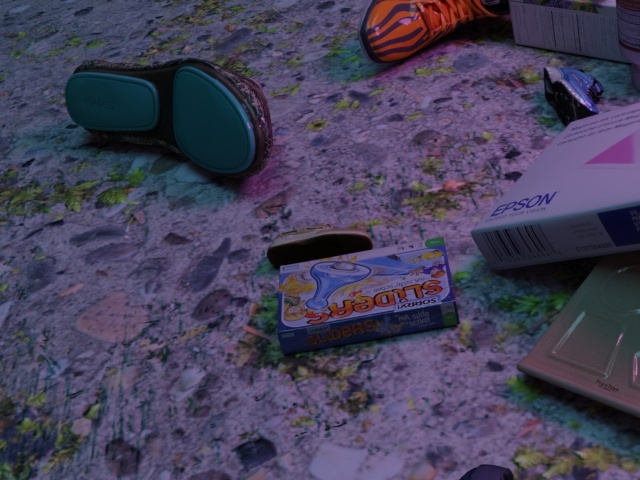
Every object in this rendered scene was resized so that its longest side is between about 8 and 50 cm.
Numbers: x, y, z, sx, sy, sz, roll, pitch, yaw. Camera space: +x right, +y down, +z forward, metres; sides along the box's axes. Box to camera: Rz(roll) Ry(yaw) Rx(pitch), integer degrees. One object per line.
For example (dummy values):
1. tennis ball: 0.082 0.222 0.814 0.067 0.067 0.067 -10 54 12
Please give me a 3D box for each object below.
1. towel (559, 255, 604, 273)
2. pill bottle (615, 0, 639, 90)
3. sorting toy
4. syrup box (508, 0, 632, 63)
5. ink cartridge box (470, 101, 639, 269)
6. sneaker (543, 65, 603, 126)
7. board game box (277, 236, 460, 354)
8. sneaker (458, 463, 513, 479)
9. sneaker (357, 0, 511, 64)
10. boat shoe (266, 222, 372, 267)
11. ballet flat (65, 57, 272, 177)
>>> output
1. towel: 0.473 0.003 1.199 0.271 0.040 0.370 -32 34 -29
2. pill bottle: 0.474 -0.320 1.536 0.121 0.216 0.121 -11 32 7
3. sorting toy: 0.325 0.092 1.087 0.193 0.038 0.208 19 53 45
4. syrup box: 0.418 -0.350 1.723 0.093 0.096 0.236 -35 36 -30
5. ink cartridge box: 0.373 -0.104 1.225 0.330 0.071 0.324 -46 19 -31
6. sneaker: 0.365 -0.210 1.555 0.073 0.063 0.162 -10 32 0
7. board game box: 0.052 0.062 1.271 0.201 0.035 0.136 -11 31 5
8. sneaker: 0.046 0.281 0.854 0.131 0.112 0.319 11 38 31
9. sneaker: 0.212 -0.392 1.814 0.321 0.125 0.180 -38 24 -32
10. boat shoe: 0.000 0.000 1.376 0.135 0.050 0.045 -5 38 15
11. ballet flat: -0.197 -0.208 1.710 0.482 0.164 0.182 16 22 42
